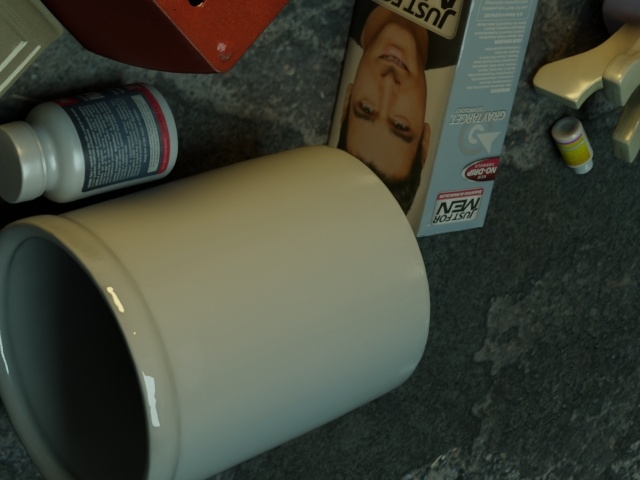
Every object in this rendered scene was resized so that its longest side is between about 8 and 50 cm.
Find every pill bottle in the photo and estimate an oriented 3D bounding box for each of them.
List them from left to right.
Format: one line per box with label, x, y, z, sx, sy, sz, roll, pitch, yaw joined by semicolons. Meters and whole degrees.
pill bottle;-0.250;-0.098;1.792;0.180;0.108;0.108;-16;125;-35
pill bottle;0.348;-0.128;2.359;0.043;0.043;0.083;-44;136;-12

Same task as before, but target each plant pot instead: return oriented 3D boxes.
plant pot;-0.146;-0.314;1.660;0.267;0.235;0.267;-50;138;-7

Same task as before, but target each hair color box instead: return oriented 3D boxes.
hair color box;0.131;-0.214;2.006;0.113;0.185;0.375;-9;120;-39

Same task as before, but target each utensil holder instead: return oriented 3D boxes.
utensil holder;-0.119;0.084;1.866;0.385;0.327;0.328;-20;127;-35

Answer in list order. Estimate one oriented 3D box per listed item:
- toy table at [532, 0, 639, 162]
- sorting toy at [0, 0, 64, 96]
toy table;0.424;-0.216;2.244;0.161;0.252;0.274;-60;146;-12
sorting toy;-0.377;-0.193;1.677;0.208;0.038;0.193;-45;137;-5
